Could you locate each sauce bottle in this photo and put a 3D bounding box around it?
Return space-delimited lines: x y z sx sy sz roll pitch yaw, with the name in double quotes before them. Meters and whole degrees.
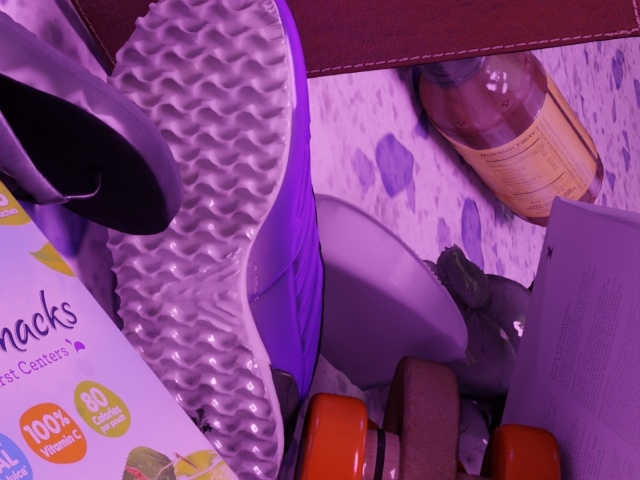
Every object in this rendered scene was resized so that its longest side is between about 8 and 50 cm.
"sauce bottle" 0.157 -0.125 1.168 0.344 0.111 0.111 42 47 -52

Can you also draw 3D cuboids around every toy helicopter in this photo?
"toy helicopter" 0.034 0.246 0.806 0.235 0.140 0.355 -126 -135 -85

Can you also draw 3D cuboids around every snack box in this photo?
"snack box" -0.130 0.084 0.488 0.207 0.070 0.174 49 25 6

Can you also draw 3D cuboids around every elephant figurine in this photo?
"elephant figurine" 0.141 0.082 1.071 0.169 0.186 0.239 33 24 0

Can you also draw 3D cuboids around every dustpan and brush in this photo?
"dustpan and brush" 0.000 0.000 0.850 0.211 0.147 0.060 43 60 -12

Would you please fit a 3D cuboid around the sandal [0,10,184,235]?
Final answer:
"sandal" -0.162 -0.069 0.562 0.254 0.097 0.054 41 58 -39

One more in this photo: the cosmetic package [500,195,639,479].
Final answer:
"cosmetic package" 0.168 0.177 0.739 0.284 0.097 0.377 -132 -127 -79

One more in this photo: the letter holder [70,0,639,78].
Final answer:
"letter holder" 0.005 -0.213 0.665 0.214 0.301 0.152 61 34 -43

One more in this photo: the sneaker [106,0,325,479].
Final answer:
"sneaker" -0.048 -0.009 0.724 0.146 0.102 0.293 -49 144 -65
